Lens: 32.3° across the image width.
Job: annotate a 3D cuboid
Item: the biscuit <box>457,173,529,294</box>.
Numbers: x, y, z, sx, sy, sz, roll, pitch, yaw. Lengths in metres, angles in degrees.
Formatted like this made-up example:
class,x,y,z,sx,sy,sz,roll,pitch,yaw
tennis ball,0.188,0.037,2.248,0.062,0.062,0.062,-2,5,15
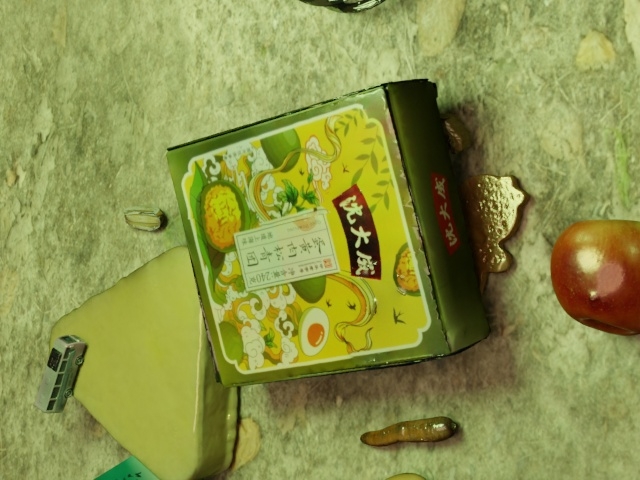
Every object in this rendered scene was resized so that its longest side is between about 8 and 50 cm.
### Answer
class,x,y,z,sx,sy,sz,roll,pitch,yaw
biscuit,0.214,-0.010,1.553,0.133,0.027,0.184,17,96,32

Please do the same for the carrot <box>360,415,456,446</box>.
class,x,y,z,sx,sy,sz,roll,pitch,yaw
carrot,0.123,0.278,1.599,0.165,0.036,0.035,-13,82,34

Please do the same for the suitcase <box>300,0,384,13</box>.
class,x,y,z,sx,sy,sz,roll,pitch,yaw
suitcase,0.029,-0.500,1.590,0.352,0.194,0.339,0,95,33

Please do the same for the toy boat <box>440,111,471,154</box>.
class,x,y,z,sx,sy,sz,roll,pitch,yaw
toy boat,0.119,-0.149,1.600,0.206,0.064,0.072,6,110,34

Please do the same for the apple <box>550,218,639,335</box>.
class,x,y,z,sx,sy,sz,roll,pitch,yaw
apple,0.367,0.047,1.381,0.163,0.163,0.139,1,81,32

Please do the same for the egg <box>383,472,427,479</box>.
class,x,y,z,sx,sy,sz,roll,pitch,yaw
egg,0.119,0.367,1.576,0.083,0.071,0.071,-30,73,25

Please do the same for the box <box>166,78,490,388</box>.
class,x,y,z,sx,sy,sz,roll,pitch,yaw
box,0.000,0.000,1.583,0.420,0.138,0.373,-12,91,35

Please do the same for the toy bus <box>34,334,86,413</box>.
class,x,y,z,sx,sy,sz,roll,pitch,yaw
toy bus,-0.428,0.219,1.812,0.037,0.052,0.130,27,102,34

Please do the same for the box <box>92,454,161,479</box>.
class,x,y,z,sx,sy,sz,roll,pitch,yaw
box,-0.292,0.485,1.763,0.153,0.092,0.245,36,132,28

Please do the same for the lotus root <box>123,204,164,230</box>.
class,x,y,z,sx,sy,sz,roll,pitch,yaw
lotus root,-0.293,-0.039,1.869,0.083,0.030,0.037,6,123,35

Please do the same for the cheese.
class,x,y,z,sx,sy,sz,roll,pitch,yaw
cheese,-0.256,0.227,1.794,0.384,0.104,0.384,-1,89,32
